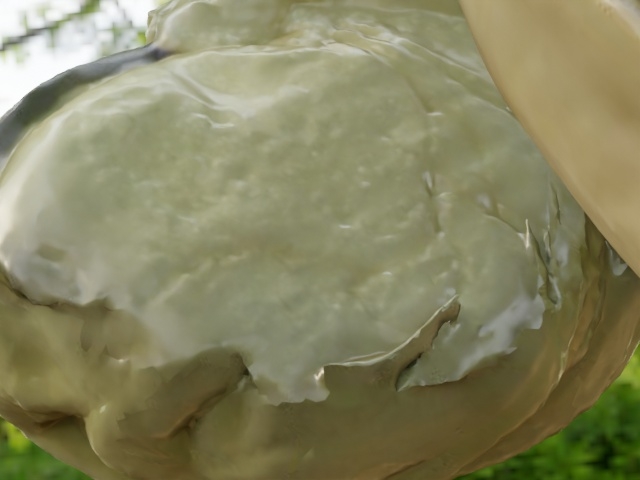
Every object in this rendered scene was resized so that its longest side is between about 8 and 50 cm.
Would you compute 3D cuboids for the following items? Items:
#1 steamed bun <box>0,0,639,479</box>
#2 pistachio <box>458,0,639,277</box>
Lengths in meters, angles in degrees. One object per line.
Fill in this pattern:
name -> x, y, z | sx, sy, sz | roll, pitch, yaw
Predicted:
steamed bun -> 0.006, 0.001, 1.070 | 0.372, 0.325, 0.230 | -45, -17, -26
pistachio -> 0.159, -0.064, 0.596 | 0.187, 0.299, 0.187 | -25, -29, -15
